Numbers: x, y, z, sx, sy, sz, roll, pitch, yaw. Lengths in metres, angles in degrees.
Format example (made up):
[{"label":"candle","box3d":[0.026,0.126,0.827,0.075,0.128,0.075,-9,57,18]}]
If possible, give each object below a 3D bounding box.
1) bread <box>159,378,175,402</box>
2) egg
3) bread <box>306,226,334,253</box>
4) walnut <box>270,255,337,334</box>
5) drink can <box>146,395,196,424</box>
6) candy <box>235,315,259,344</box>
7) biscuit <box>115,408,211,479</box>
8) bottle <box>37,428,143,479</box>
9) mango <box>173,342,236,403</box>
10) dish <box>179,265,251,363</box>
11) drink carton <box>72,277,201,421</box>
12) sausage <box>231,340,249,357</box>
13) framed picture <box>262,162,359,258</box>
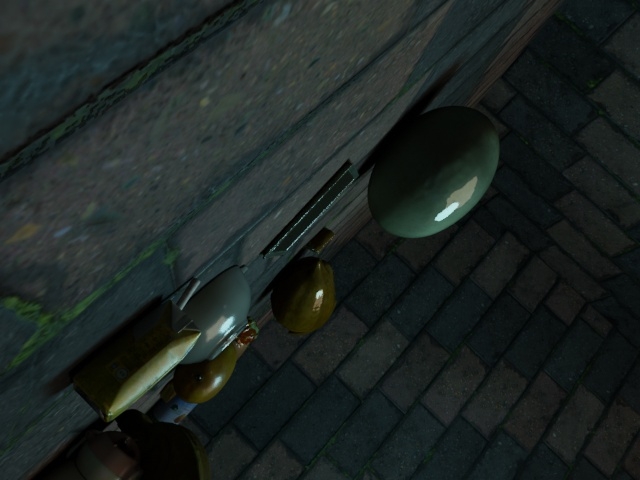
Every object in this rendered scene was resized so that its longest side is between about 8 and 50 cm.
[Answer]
[{"label":"bread","box3d":[-0.402,0.405,1.513,0.090,0.035,0.094,-50,173,39]},{"label":"egg","box3d":[0.264,-0.159,1.267,0.352,0.258,0.258,-50,175,15]},{"label":"bread","box3d":[0.000,0.000,1.590,0.083,0.047,0.036,-46,145,-20]},{"label":"walnut","box3d":[-0.049,0.163,1.662,0.209,0.209,0.336,-42,161,-39]},{"label":"drink can","box3d":[-0.431,0.492,1.651,0.235,0.097,0.097,-45,175,1]},{"label":"candy","box3d":[-0.283,0.289,1.507,0.288,0.084,0.078,-23,156,-52]},{"label":"biscuit","box3d":[-0.396,0.506,1.066,0.395,0.350,0.070,-28,139,14]},{"label":"bottle","box3d":[-0.436,0.458,0.988,0.236,0.147,0.147,-47,176,-14]},{"label":"mango","box3d":[-0.278,0.310,1.321,0.151,0.120,0.221,-45,-177,26]},{"label":"dish","box3d":[-0.186,0.148,0.926,0.236,0.086,0.228,-44,175,-14]},{"label":"drink carton","box3d":[-0.209,0.132,0.676,0.200,0.074,0.084,-42,174,-32]},{"label":"sausage","box3d":[-0.301,0.363,1.739,0.086,0.086,0.289,-42,175,-41]},{"label":"framed picture","box3d":[-0.016,-0.059,1.109,0.252,0.014,0.197,-46,175,6]}]
